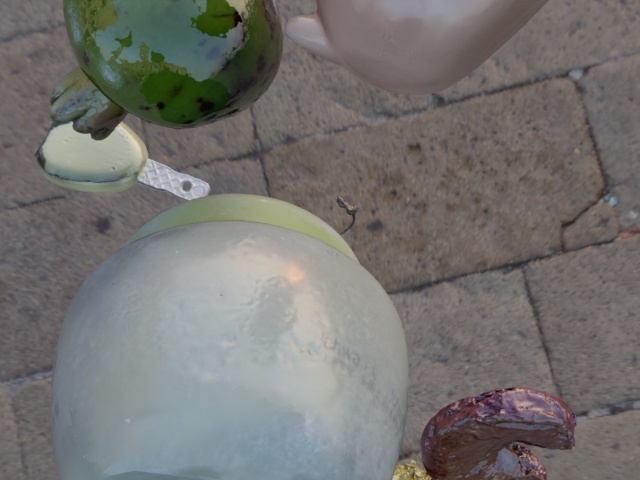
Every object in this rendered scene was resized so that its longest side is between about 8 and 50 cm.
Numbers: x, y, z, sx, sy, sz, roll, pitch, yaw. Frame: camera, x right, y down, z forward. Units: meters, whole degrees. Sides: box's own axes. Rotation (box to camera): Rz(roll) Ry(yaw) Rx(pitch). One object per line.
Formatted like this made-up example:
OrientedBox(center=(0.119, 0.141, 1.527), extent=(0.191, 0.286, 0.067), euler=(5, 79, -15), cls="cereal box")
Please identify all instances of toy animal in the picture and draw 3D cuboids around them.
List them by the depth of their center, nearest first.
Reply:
OrientedBox(center=(0.091, -0.205, 0.566), extent=(0.154, 0.166, 0.250), euler=(26, 61, 8), cls="toy animal")

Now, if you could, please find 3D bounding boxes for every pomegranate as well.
OrientedBox(center=(-0.149, -0.180, 0.786), extent=(0.248, 0.202, 0.202), euler=(-34, 77, 26), cls="pomegranate")

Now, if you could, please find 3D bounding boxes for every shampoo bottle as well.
OrientedBox(center=(-0.078, 0.138, 0.780), extent=(0.323, 0.322, 0.317), euler=(-8, 40, 3), cls="shampoo bottle")

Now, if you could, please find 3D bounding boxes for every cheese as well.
OrientedBox(center=(-0.274, -0.106, 1.218), extent=(0.252, 0.054, 0.127), euler=(22, 75, 11), cls="cheese")

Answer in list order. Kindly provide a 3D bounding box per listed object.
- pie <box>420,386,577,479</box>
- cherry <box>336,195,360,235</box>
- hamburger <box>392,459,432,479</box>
OrientedBox(center=(0.239, 0.281, 1.162), extent=(0.205, 0.218, 0.054), euler=(0, 42, -1), cls="pie")
OrientedBox(center=(0.000, 0.000, 1.573), extent=(0.107, 0.090, 0.225), euler=(50, 129, 34), cls="cherry")
OrientedBox(center=(0.140, 0.459, 1.294), extent=(0.243, 0.138, 0.261), euler=(-25, 54, -4), cls="hamburger")
